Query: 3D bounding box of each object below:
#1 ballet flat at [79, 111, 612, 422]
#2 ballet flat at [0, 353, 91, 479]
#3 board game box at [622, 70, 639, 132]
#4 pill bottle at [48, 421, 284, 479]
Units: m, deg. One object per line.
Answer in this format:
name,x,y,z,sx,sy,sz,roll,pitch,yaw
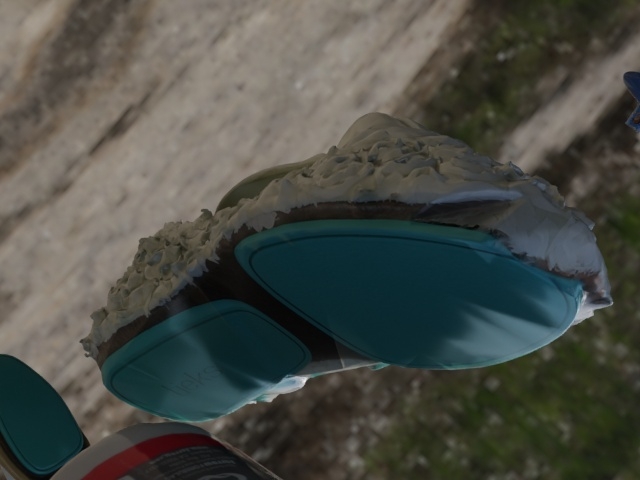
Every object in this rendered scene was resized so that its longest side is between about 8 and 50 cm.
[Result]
ballet flat,0.000,0.000,0.943,0.147,0.147,0.409,-34,-170,-37
ballet flat,-0.207,0.194,1.385,0.080,0.232,0.073,-25,159,-49
board game box,0.324,-0.084,1.516,0.033,0.169,0.133,-57,169,22
pill bottle,-0.015,0.231,0.903,0.176,0.318,0.176,-19,121,-35
